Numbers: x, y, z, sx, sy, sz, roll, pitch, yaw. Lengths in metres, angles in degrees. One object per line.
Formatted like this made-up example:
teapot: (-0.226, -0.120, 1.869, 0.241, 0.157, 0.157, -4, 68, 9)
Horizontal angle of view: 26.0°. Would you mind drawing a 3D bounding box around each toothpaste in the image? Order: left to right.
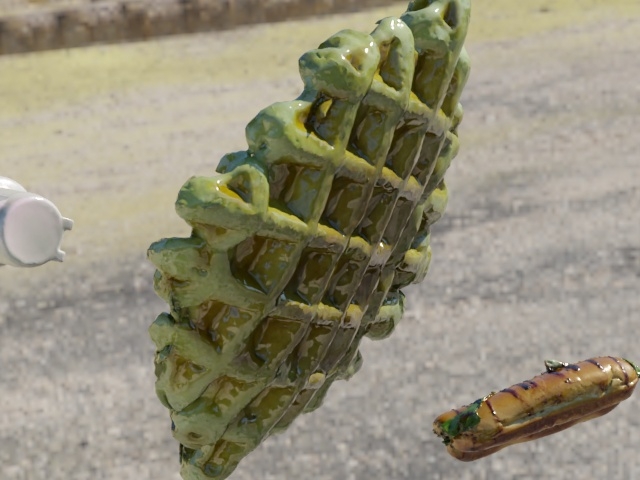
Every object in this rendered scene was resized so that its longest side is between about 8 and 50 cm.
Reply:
toothpaste: (-0.247, -0.023, 0.838, 0.058, 0.056, 0.314, 13, -2, -38)

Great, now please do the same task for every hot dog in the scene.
hot dog: (0.116, 0.087, 0.745, 0.122, 0.037, 0.049, -14, -23, -19)

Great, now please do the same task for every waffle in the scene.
waffle: (0.000, 0.000, 0.630, 0.054, 0.214, 0.208, 27, 50, 23)
